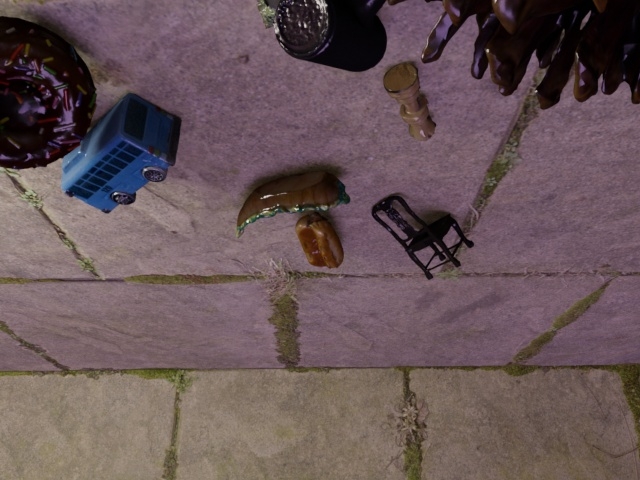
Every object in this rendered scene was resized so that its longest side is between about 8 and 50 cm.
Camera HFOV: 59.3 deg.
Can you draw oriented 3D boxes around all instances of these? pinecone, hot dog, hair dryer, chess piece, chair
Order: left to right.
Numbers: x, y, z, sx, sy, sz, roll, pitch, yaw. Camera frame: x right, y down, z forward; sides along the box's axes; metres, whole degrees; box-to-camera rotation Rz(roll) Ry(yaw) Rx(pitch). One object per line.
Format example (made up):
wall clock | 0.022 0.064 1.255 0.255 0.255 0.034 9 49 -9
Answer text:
hot dog | 0.000 0.000 1.359 0.102 0.076 0.249 5 155 15
hair dryer | 0.067 -0.325 0.701 0.251 0.089 0.197 -46 169 27
chess piece | 0.160 -0.226 0.961 0.060 0.060 0.172 -12 152 21
chair | 0.237 -0.029 1.316 0.229 0.113 0.106 50 135 -8
pinecone | 0.242 -0.279 0.545 0.385 0.384 0.384 0 152 0

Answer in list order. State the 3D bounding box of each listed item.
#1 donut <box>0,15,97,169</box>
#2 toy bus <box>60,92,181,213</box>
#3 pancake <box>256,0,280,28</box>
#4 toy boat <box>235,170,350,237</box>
donut | -0.446 -0.203 0.840 0.230 0.096 0.216 -50 136 5
toy bus | -0.370 -0.153 1.024 0.234 0.116 0.134 -26 142 36
pancake | -0.052 -0.386 0.605 0.197 0.054 0.376 -18 149 -22
toy boat | -0.084 -0.079 1.185 0.293 0.108 0.099 -15 121 27
